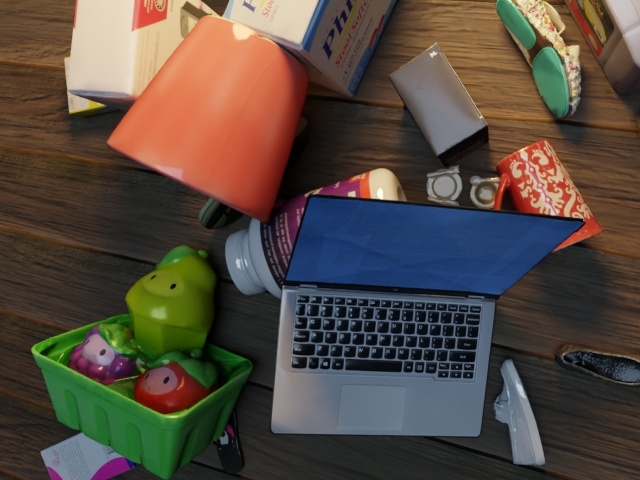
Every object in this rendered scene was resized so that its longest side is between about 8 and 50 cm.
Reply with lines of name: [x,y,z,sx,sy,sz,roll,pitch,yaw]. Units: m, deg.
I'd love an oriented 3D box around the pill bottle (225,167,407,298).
pill bottle: [0.000,0.000,0.932,0.323,0.181,0.181,-16,87,17]

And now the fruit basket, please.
fruit basket: [-0.324,0.200,1.008,0.392,0.283,0.391,5,102,26]

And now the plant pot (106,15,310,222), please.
plant pot: [-0.154,-0.192,0.826,0.275,0.275,0.243,27,89,16]

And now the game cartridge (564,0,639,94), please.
game cartridge: [0.419,-0.368,0.779,0.060,0.196,0.294,-27,83,16]

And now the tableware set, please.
tableware set: [0.254,-0.050,0.933,0.141,0.020,0.168,6,94,18]

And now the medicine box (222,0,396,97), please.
medicine box: [0.010,-0.415,0.860,0.149,0.289,0.263,27,100,15]

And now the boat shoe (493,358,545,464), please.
boat shoe: [0.333,0.298,0.899,0.063,0.066,0.184,-16,96,17]

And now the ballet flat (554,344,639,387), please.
ballet flat: [0.476,0.210,0.852,0.173,0.049,0.057,7,95,18]

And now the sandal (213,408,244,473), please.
sandal: [-0.204,0.400,1.083,0.067,0.040,0.179,-18,86,18]

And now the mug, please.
mug: [0.353,-0.064,0.841,0.113,0.150,0.169,-36,73,55]

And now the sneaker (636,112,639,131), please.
sneaker: [0.623,-0.256,0.779,0.129,0.111,0.297,36,106,-2]

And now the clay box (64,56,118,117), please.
clay box: [-0.448,-0.352,1.135,0.222,0.053,0.127,-6,90,17]

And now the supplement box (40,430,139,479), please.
supplement box: [-0.475,0.455,1.135,0.220,0.114,0.111,-27,84,16]

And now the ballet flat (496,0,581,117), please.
ballet flat: [0.378,-0.322,0.857,0.077,0.091,0.240,-26,87,-8]

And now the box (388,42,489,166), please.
box: [0.203,-0.219,0.872,0.093,0.158,0.156,-31,82,16]

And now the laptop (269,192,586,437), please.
laptop: [0.135,0.148,0.791,0.382,0.236,0.407,5,94,-9]

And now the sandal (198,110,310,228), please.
sandal: [-0.144,-0.147,1.014,0.303,0.120,0.086,-43,65,15]

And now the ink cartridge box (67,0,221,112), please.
ink cartridge box: [-0.293,-0.340,0.952,0.131,0.306,0.226,8,94,18]
